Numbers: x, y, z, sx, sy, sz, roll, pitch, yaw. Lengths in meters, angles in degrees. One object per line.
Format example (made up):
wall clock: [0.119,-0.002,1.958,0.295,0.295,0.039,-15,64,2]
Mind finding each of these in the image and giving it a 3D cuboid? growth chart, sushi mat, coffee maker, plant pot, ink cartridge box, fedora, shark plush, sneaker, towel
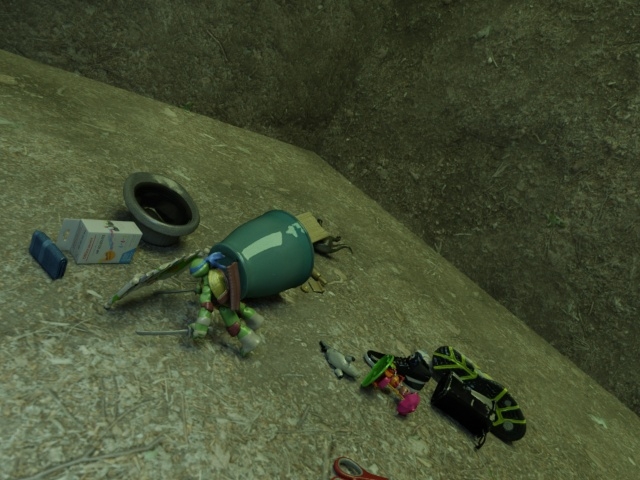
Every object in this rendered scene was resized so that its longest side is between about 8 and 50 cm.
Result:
growth chart: [-0.396,0.085,1.057,0.021,0.172,0.237,58,36,3]
sushi mat: [-0.099,-0.037,1.845,0.151,0.019,0.316,48,39,15]
coffee maker: [0.458,0.531,1.374,0.178,0.120,0.171,34,21,7]
plant pot: [-0.203,0.063,1.346,0.271,0.272,0.255,40,37,22]
ink cartridge box: [0.390,0.450,1.596,0.048,0.028,0.083,18,25,-33]
fedora: [-0.524,-0.084,1.380,0.243,0.124,0.275,3,43,-49]
shark plush: [0.049,0.367,1.309,0.161,0.073,0.067,21,-10,35]
sneaker: [0.263,0.395,1.405,0.216,0.121,0.079,32,19,1]
ink cartridge box: [-0.580,0.004,1.124,0.061,0.104,0.181,43,24,30]
sneaker: [0.573,0.526,1.529,0.385,0.145,0.147,50,13,25]
towel: [-0.645,0.032,1.018,0.119,0.067,0.029,39,23,20]

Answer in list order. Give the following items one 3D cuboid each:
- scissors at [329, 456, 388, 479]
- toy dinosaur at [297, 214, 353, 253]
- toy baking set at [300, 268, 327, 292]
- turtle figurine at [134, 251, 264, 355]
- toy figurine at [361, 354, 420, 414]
scissors: [0.159,0.557,0.952,0.296,0.021,0.109,18,16,-5]
toy dinosaur: [0.000,0.000,2.000,0.313,0.121,0.160,40,44,-2]
toy baking set: [-0.089,0.118,1.676,0.256,0.030,0.196,42,22,25]
turtle figurine: [-0.291,0.188,1.119,0.266,0.275,0.197,49,-17,-21]
toy figurine: [0.226,0.443,1.288,0.159,0.130,0.173,47,11,7]
